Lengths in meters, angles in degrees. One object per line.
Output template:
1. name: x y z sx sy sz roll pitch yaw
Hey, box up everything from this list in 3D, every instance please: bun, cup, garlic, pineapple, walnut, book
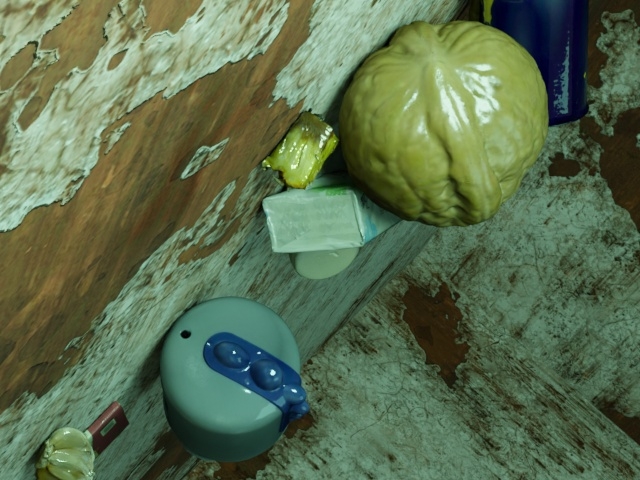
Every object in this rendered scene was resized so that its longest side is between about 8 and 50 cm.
1. bun: 0.000 0.000 2.206 0.138 0.094 0.138 -15 136 -15
2. cup: 0.298 -0.332 1.863 0.178 0.255 0.256 -31 126 -43
3. garlic: -0.385 0.329 1.795 0.113 0.094 0.074 -59 -153 29
4. pineapple: -0.019 -0.135 1.645 0.137 0.069 0.116 -52 171 -47
5. walnut: 0.176 -0.171 1.700 0.333 0.333 0.333 -47 171 -10
6. book: -0.417 0.375 2.010 0.232 0.022 0.162 -46 169 -17

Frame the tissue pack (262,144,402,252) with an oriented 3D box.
1. tissue pack: 0.026 -0.074 1.871 0.159 0.145 0.229 -5 -170 23

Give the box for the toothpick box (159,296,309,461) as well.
1. toothpick box: -0.139 0.233 1.981 0.263 0.263 0.354 -46 169 -18
